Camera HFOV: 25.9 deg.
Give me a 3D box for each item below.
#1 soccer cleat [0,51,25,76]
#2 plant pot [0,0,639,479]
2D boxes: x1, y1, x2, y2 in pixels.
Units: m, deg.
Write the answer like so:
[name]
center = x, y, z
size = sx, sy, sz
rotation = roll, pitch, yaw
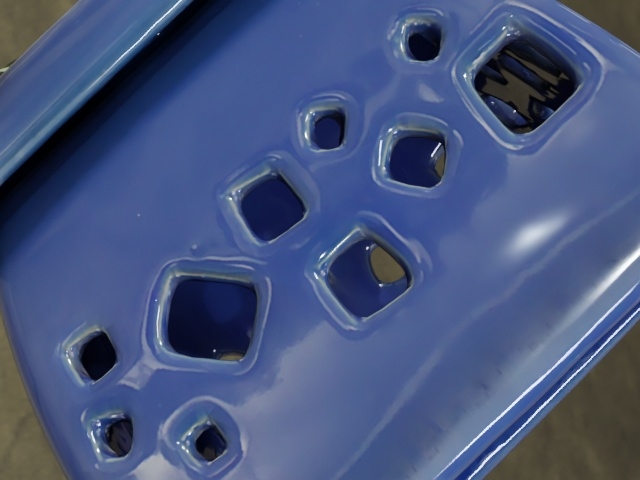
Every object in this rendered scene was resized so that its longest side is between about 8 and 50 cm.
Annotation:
[soccer cleat]
center = -0.197, -0.076, 0.859
size = 0.179, 0.072, 0.060
rotation = -25, 108, -13
[plant pot]
center = 0.000, 0.000, 0.532
size = 0.212, 0.236, 0.236
rotation = 46, -1, 13
